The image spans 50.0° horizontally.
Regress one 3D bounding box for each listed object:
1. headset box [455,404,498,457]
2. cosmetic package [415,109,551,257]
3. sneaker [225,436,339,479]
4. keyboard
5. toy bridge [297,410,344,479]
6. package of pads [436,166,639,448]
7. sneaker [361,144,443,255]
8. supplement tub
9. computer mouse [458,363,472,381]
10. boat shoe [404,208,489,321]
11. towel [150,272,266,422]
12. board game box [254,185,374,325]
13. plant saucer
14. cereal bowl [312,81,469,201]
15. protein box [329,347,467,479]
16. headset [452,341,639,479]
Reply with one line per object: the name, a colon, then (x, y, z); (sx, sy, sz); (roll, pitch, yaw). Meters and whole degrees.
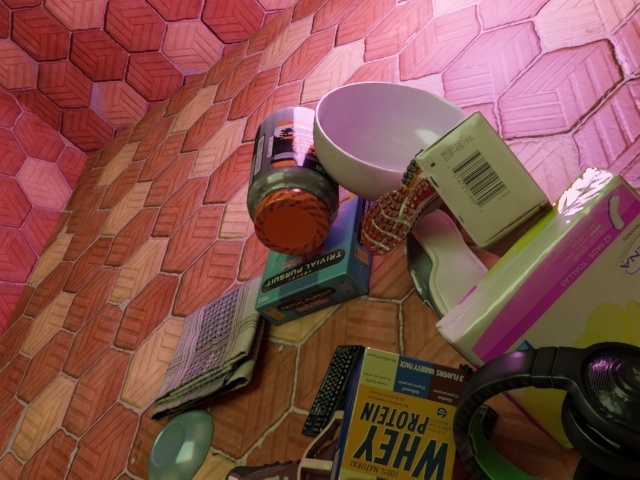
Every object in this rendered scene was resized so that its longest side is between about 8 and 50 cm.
headset box: (0.212, 0.277, 0.999); (0.062, 0.032, 0.083); (3, 56, 52)
cosmetic package: (0.262, -0.068, 1.035); (0.113, 0.309, 0.160); (-38, 74, 16)
sneaker: (-0.018, 0.378, 1.116); (0.281, 0.106, 0.163); (5, 53, 40)
keyboard: (0.031, 0.270, 1.236); (0.108, 0.023, 0.180); (-7, 50, 47)
toy bridge: (-0.002, 0.344, 1.036); (0.063, 0.026, 0.188); (-5, 44, 35)
package of pads: (0.334, 0.089, 0.876); (0.296, 0.229, 0.101); (-47, 11, 2)
sneaker: (0.162, -0.057, 1.198); (0.225, 0.092, 0.088); (-48, 58, 15)
supplement tub: (-0.056, -0.130, 1.468); (0.193, 0.193, 0.316); (-31, 36, 25)
computer mouse: (0.151, 0.236, 1.115); (0.193, 0.042, 0.106); (5, 63, 46)
boat shoe: (0.218, 0.072, 1.192); (0.320, 0.116, 0.099); (-106, 21, -47)
towel: (-0.245, 0.232, 1.554); (0.312, 0.056, 0.324); (-28, 32, 29)
board game box: (0.000, 0.000, 1.518); (0.253, 0.079, 0.336); (-24, 38, 33)
plant saucer: (-0.308, 0.435, 1.446); (0.195, 0.037, 0.195); (-32, 34, 25)
cereal bowl: (0.144, -0.179, 1.389); (0.339, 0.338, 0.141); (-93, 10, -49)
protein box: (0.094, 0.275, 0.923); (0.201, 0.135, 0.200); (99, -175, -68)
headset: (0.349, 0.211, 0.751); (0.394, 0.244, 0.185); (-1, 32, 32)
